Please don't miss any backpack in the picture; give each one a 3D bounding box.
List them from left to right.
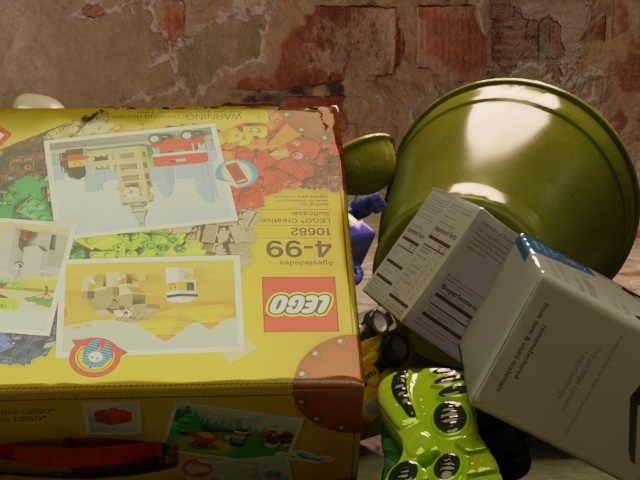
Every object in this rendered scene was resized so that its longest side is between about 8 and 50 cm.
[{"bbox_3d":[0.131,0.193,1.575,0.120,0.098,0.101,-7,-10,-31],"label":"backpack"}]

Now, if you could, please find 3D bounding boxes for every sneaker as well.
[{"bbox_3d":[0.100,0.216,1.369,0.109,0.123,0.295,-7,25,7],"label":"sneaker"}]

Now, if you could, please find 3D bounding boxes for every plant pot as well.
[{"bbox_3d":[0.226,0.002,2.244,0.367,0.366,0.353,2,20,17],"label":"plant pot"}]

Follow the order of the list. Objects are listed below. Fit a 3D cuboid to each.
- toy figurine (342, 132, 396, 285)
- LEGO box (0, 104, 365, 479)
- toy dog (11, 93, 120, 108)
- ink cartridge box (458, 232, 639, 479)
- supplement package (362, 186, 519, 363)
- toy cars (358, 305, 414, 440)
[{"bbox_3d":[0.000,0.000,2.166,0.363,0.191,0.217,-13,43,-37],"label":"toy figurine"},{"bbox_3d":[-0.224,0.061,1.572,0.500,0.193,0.372,-1,45,-4],"label":"LEGO box"},{"bbox_3d":[-0.409,-0.057,2.297,0.408,0.284,0.395,-3,-7,-24],"label":"toy dog"},{"bbox_3d":[0.285,0.131,1.427,0.307,0.129,0.223,28,8,-2],"label":"ink cartridge box"},{"bbox_3d":[0.206,0.081,1.772,0.262,0.145,0.204,35,1,-13],"label":"supplement package"},{"bbox_3d":[0.029,0.160,1.855,0.176,0.087,0.393,-28,6,0],"label":"toy cars"}]
